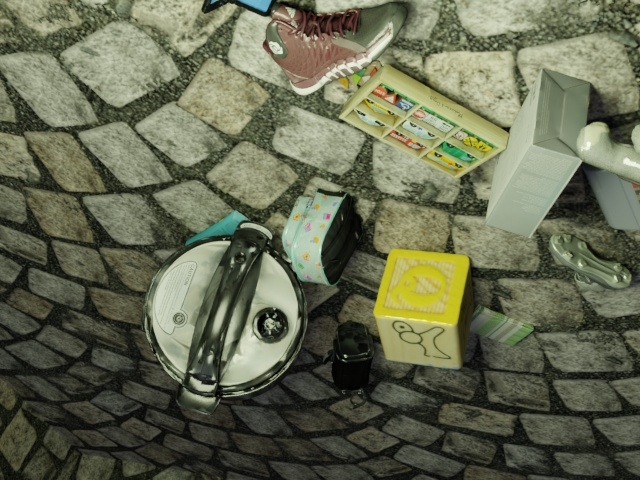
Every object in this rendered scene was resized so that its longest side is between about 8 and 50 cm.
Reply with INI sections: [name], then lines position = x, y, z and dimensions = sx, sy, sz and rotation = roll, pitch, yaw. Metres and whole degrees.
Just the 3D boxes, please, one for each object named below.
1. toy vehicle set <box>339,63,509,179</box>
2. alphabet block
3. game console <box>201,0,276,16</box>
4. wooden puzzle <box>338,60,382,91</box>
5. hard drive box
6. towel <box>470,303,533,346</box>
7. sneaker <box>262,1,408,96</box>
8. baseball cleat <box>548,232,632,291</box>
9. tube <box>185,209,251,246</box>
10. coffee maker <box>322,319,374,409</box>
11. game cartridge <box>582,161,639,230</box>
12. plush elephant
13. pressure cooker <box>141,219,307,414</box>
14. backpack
[toy vehicle set]
position = 0.187, -0.211, 1.576
dimensions = 0.266, 0.035, 0.166
rotation = 26, 155, -15
[alphabet block]
position = 0.241, 0.156, 1.963
dimensions = 0.192, 0.193, 0.197
rotation = 5, 144, 16
[game console]
position = -0.127, -0.415, 1.432
dimensions = 0.071, 0.107, 0.122
rotation = 47, 144, 7
[wooden puzzle]
position = 0.084, -0.292, 1.557
dimensions = 0.116, 0.014, 0.078
rotation = -8, 139, 32
[hard drive box]
position = 0.372, -0.146, 1.486
dimensions = 0.089, 0.181, 0.232
rotation = 17, 147, 0
[towel]
position = 0.430, 0.208, 2.108
dimensions = 0.152, 0.023, 0.113
rotation = 21, 148, -9
[sneaker]
position = 0.001, -0.351, 1.435
dimensions = 0.162, 0.106, 0.281
rotation = 40, 141, -24
[baseball cleat]
position = 0.544, 0.058, 1.796
dimensions = 0.206, 0.072, 0.109
rotation = 29, 151, -10
[tube]
position = -0.243, -0.014, 2.074
dimensions = 0.207, 0.052, 0.080
rotation = -24, 137, 38
[coffee maker]
position = 0.092, 0.327, 2.299
dimensions = 0.171, 0.120, 0.178
rotation = 54, 160, 28
[game cartridge]
position = 0.644, -0.098, 1.547
dimensions = 0.294, 0.060, 0.196
rotation = -8, 142, 33
[plush elephant]
position = 0.592, -0.181, 1.294
dimensions = 0.330, 0.255, 0.272
rotation = 29, -168, 38
[pressure cooker]
position = -0.206, 0.174, 1.961
dimensions = 0.375, 0.370, 0.420
rotation = -24, 171, -7
[backpack]
position = 0.000, 0.000, 1.853
dimensions = 0.144, 0.188, 0.166
rotation = 5, 145, 19
